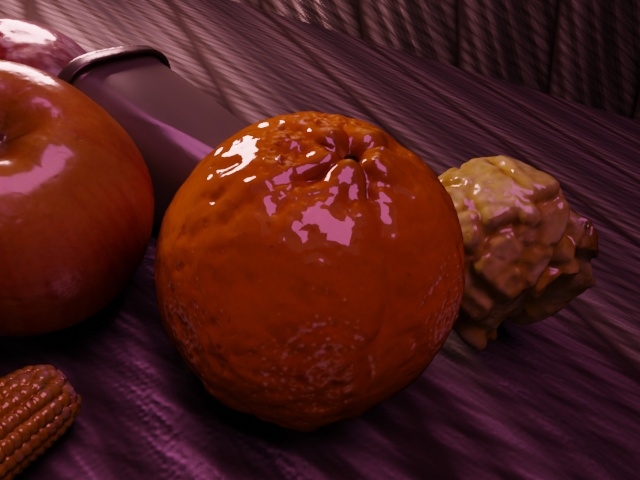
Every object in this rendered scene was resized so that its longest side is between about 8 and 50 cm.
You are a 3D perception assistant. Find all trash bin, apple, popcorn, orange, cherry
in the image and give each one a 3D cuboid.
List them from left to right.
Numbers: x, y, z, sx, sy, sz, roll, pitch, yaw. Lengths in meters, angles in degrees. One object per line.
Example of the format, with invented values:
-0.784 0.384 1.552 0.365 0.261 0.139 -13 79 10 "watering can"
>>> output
-0.319 -0.046 0.451 0.285 0.233 0.286 11 60 -19 "apple"
-0.465 -0.228 0.670 0.236 0.213 0.285 -39 57 -11 "cherry"
-0.224 -0.131 0.654 0.250 0.219 0.220 32 41 7 "trash bin"
-0.009 0.019 0.476 0.340 0.294 0.341 7 44 -7 "orange"
0.246 0.014 0.640 0.236 0.293 0.293 -28 51 -7 "popcorn"

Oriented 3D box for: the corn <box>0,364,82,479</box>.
-0.307 0.191 0.317 0.081 0.081 0.248 31 39 16 "corn"
